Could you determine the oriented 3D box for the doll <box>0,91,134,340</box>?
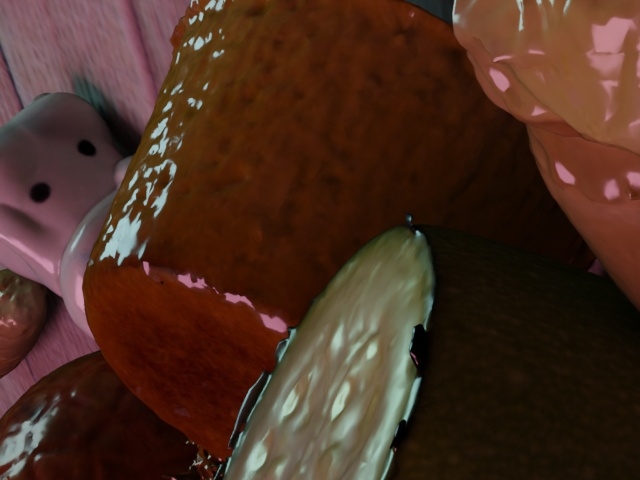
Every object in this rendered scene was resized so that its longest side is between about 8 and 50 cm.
[{"bbox_3d":[-0.132,-0.006,1.165,0.181,0.110,0.107,35,145,22],"label":"doll"}]

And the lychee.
[{"bbox_3d":[-0.092,0.175,1.205,0.255,0.255,0.300,51,166,-5],"label":"lychee"}]

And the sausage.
[{"bbox_3d":[-0.268,0.077,1.620,0.066,0.066,0.301,50,160,-2],"label":"sausage"}]

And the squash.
[{"bbox_3d":[0.105,0.115,0.686,0.260,0.189,0.189,25,163,-17],"label":"squash"}]

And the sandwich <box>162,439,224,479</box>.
[{"bbox_3d":[0.009,0.103,1.038,0.235,0.159,0.079,36,159,-25],"label":"sandwich"}]

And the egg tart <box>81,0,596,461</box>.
[{"bbox_3d":[0.000,0.000,0.845,0.215,0.171,0.215,25,150,16],"label":"egg tart"}]

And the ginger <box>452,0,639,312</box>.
[{"bbox_3d":[0.119,-0.054,0.584,0.138,0.152,0.267,-7,146,36],"label":"ginger"}]
